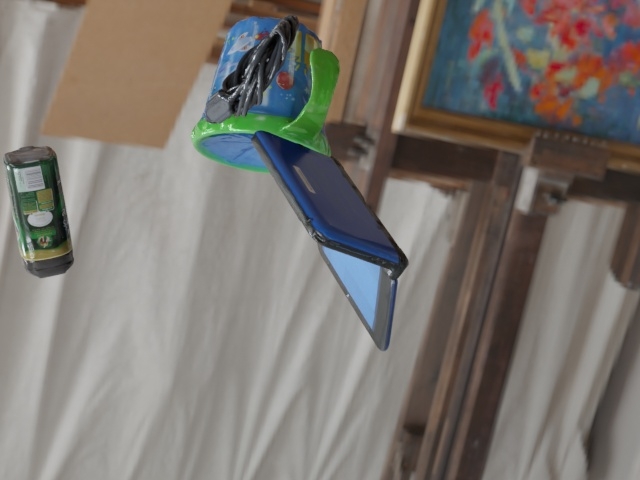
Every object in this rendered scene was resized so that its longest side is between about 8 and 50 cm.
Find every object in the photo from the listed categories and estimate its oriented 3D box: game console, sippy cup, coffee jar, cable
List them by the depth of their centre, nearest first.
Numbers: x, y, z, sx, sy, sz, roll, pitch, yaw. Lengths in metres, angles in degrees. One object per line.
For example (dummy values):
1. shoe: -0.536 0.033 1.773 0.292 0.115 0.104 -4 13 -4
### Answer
1. cable: -0.072 -0.214 1.408 0.047 0.150 0.184 41 152 -11
2. coffee jar: -0.415 -0.041 1.682 0.079 0.184 0.096 -11 -158 -16
3. game console: 0.000 0.000 1.756 0.250 0.173 0.293 19 -155 -36
4. sippy cup: -0.089 -0.253 1.954 0.305 0.224 0.240 3 167 20
